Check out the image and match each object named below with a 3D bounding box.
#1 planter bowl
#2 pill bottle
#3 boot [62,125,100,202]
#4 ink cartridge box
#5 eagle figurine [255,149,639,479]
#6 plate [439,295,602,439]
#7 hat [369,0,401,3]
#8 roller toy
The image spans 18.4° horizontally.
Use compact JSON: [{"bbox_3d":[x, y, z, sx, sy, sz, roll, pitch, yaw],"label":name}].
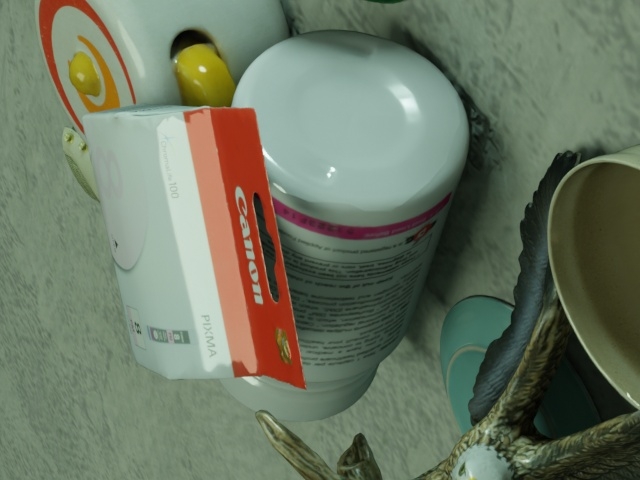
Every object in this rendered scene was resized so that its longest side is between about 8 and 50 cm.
[{"bbox_3d":[0.217,0.011,1.074,0.162,0.109,0.162,43,147,37],"label":"planter bowl"},{"bbox_3d":[0.000,0.000,1.397,0.160,0.160,0.283,51,150,25],"label":"pill bottle"},{"bbox_3d":[-0.164,-0.078,1.722,0.165,0.077,0.213,45,152,36],"label":"boot"},{"bbox_3d":[-0.090,0.003,1.327,0.232,0.066,0.189,-164,62,-72],"label":"ink cartridge box"},{"bbox_3d":[0.138,0.122,1.261,0.226,0.298,0.225,39,-160,-23],"label":"eagle figurine"},{"bbox_3d":[0.138,0.130,1.416,0.188,0.024,0.188,40,144,38],"label":"plate"},{"bbox_3d":[-0.068,-0.185,1.296,0.208,0.183,0.173,27,148,45],"label":"hat"},{"bbox_3d":[-0.125,-0.146,1.513,0.209,0.146,0.191,58,153,10],"label":"roller toy"}]
